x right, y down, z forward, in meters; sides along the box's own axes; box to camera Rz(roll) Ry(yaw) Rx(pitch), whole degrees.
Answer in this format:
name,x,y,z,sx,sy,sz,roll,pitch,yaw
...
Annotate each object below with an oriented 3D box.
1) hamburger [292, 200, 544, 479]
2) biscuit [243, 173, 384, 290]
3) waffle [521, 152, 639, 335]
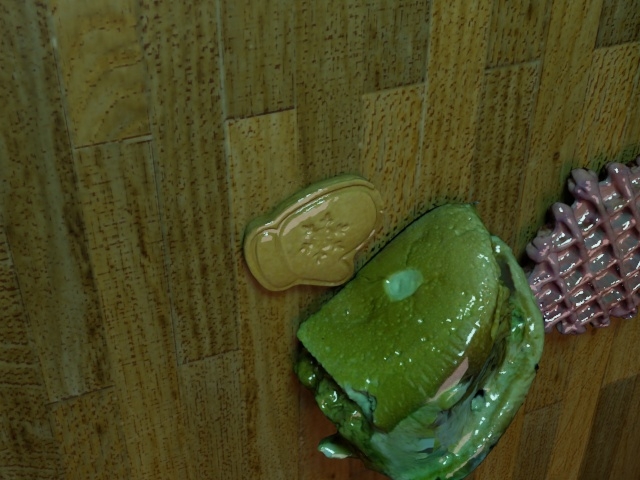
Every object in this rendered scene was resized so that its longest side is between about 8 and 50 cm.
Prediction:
name,x,y,z,sx,sy,sz,roll,pitch,yaw
hamburger,0.108,0.121,0.868,0.288,0.192,0.168,-43,141,5
biscuit,0.001,0.001,0.823,0.140,0.023,0.118,-35,131,-4
waffle,0.316,0.009,0.980,0.221,0.055,0.234,3,120,-31
